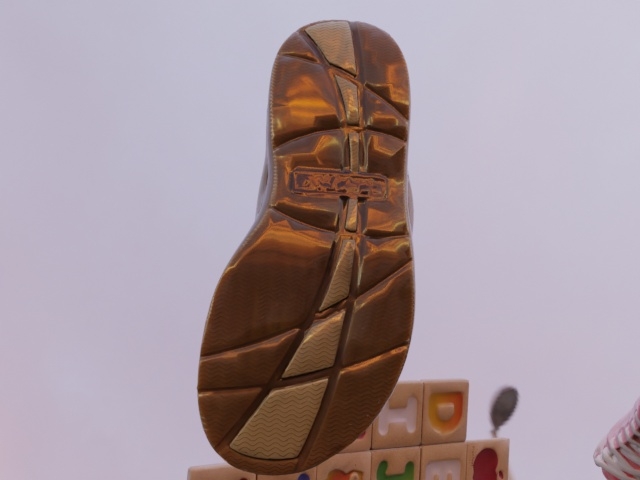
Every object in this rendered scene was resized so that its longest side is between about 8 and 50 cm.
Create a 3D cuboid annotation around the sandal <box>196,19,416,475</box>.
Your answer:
[{"bbox_3d":[0.000,0.000,0.343,0.072,0.180,0.049,8,-22,-1],"label":"sandal"}]

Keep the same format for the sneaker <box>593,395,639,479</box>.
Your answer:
[{"bbox_3d":[0.192,0.118,0.515,0.070,0.051,0.134,-53,-20,4],"label":"sneaker"}]

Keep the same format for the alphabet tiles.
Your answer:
[{"bbox_3d":[0.038,0.261,0.756,0.343,0.285,0.011,5,-4,-36],"label":"alphabet tiles"}]
